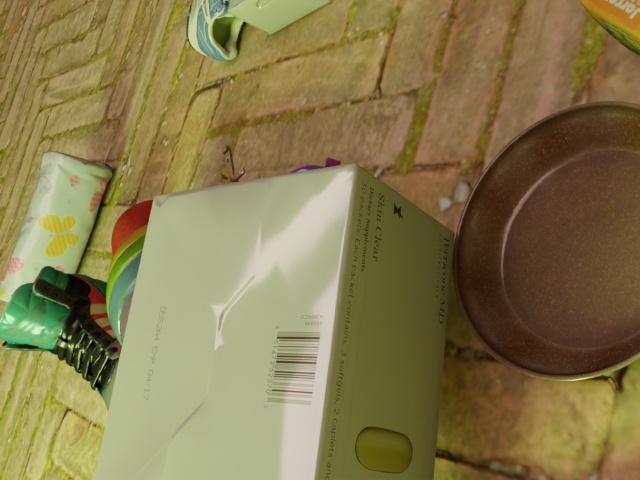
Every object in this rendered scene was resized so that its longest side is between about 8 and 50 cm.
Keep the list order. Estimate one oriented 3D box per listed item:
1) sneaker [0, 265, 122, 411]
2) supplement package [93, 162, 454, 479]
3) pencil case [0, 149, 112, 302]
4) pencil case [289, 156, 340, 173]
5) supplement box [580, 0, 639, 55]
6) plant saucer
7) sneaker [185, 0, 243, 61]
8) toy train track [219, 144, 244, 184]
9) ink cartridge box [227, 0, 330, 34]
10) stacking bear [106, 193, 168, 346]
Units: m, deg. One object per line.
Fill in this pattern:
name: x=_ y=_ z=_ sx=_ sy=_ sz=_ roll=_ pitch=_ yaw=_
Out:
sneaker: x=-0.318 y=0.127 z=0.947 sx=0.123 sy=0.178 sz=0.295 roll=-60 pitch=39 yaw=12
supplement package: x=-0.031 y=0.100 z=0.548 sx=0.204 sy=0.145 sz=0.261 roll=-5 pitch=70 yaw=36
pencil case: x=-0.441 y=-0.014 z=1.217 sx=0.124 sy=0.114 sz=0.273 roll=7 pitch=78 yaw=62
pencil case: x=0.000 y=0.000 z=0.712 sx=0.070 sy=0.065 sz=0.151 roll=-47 pitch=41 yaw=50
supplement box: x=0.279 y=-0.220 z=0.463 sx=0.233 sy=0.080 sz=0.078 roll=-56 pitch=37 yaw=20
plant saucer: x=0.181 y=0.002 z=0.514 sx=0.199 sy=0.036 sz=0.198 roll=-24 pitch=56 yaw=42
sneaker: x=-0.128 y=-0.344 z=0.996 sx=0.081 sy=0.080 sz=0.211 roll=44 pitch=138 yaw=38
toy train track: x=-0.120 y=-0.091 z=0.942 sx=0.048 sy=0.014 sz=0.083 roll=-41 pitch=45 yaw=32
ink cartridge box: x=-0.042 y=-0.366 z=0.926 sx=0.127 sy=0.072 sz=0.175 roll=-10 pitch=66 yaw=48
stacking bear: x=-0.159 y=0.047 z=0.820 sx=0.175 sy=0.164 sz=0.289 roll=-59 pitch=34 yaw=12
